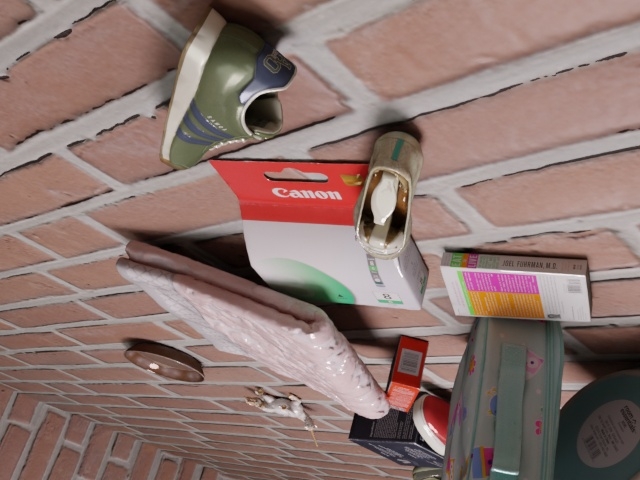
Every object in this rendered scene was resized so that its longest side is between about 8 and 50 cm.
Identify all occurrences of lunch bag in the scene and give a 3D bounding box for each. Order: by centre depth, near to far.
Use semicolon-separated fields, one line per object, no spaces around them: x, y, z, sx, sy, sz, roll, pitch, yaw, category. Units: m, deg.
0.208;0.227;0.868;0.108;0.279;0.224;9;153;5;lunch bag

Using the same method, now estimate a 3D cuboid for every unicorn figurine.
-0.072;0.351;1.576;0.162;0.060;0.111;23;160;26;unicorn figurine

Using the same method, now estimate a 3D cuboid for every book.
0.206;0.049;0.795;0.144;0.035;0.096;4;149;25;book

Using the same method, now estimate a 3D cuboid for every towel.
-0.080;0.129;1.030;0.317;0.053;0.332;18;160;27;towel

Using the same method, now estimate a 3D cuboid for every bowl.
0.375;0.268;0.872;0.163;0.311;0.311;40;149;-15;bowl

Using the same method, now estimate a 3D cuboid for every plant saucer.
-0.307;0.241;1.508;0.168;0.029;0.168;14;156;6;plant saucer

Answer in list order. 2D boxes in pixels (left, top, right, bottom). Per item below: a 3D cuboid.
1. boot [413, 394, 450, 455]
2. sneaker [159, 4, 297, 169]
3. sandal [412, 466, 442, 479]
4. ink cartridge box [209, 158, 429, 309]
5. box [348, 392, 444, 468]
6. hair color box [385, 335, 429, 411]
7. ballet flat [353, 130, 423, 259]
0.282;0.303;1.222;0.244;0.088;0.176;35;136;-24;boot
-0.075;-0.100;0.611;0.086;0.064;0.192;25;151;-6;sneaker
0.252;0.453;1.543;0.120;0.086;0.303;-15;157;9;sandal
0.000;0.000;0.794;0.181;0.056;0.224;4;154;25;ink cartridge box
0.164;0.341;1.355;0.158;0.093;0.156;-12;143;44;box
0.123;0.197;1.106;0.043;0.072;0.141;14;156;5;hair color box
0.053;-0.025;0.668;0.057;0.052;0.168;14;142;11;ballet flat
